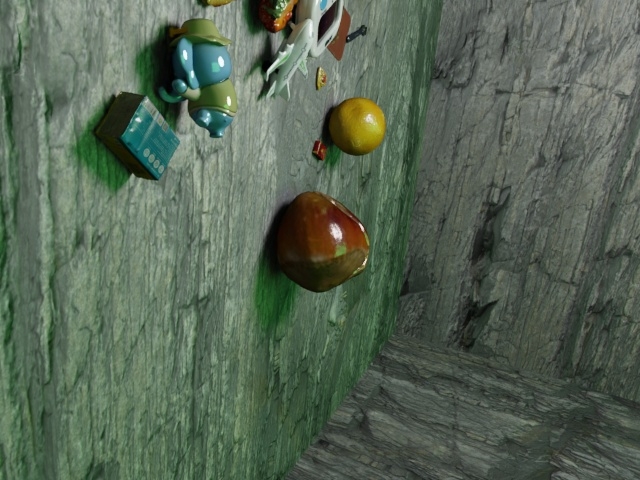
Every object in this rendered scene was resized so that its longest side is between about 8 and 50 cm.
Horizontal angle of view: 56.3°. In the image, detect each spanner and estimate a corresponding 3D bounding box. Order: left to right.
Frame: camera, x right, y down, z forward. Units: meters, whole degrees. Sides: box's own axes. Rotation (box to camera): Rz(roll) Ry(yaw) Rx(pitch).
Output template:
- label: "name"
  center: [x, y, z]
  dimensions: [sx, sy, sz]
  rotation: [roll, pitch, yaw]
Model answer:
- label: "spanner"
  center: [0.145, -0.807, 2.339]
  dimensions: [0.208, 0.012, 0.046]
  rotation: [-51, 148, -50]

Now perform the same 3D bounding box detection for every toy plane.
- label: "toy plane"
  center: [-0.095, -0.535, 1.758]
  dimensions: [0.251, 0.101, 0.255]
  rotation: [-33, 152, -60]

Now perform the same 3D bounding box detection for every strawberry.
- label: "strawberry"
  center: [-0.119, -0.655, 1.660]
  dimensions: [0.192, 0.085, 0.140]
  rotation: [-65, -176, -34]

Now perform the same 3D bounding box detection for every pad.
- label: "pad"
  center: [0.051, -0.772, 2.144]
  dimensions: [0.267, 0.004, 0.181]
  rotation: [16, 88, -69]

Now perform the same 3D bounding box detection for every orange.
- label: "orange"
  center: [0.140, -0.434, 2.278]
  dimensions: [0.236, 0.237, 0.236]
  rotation: [14, 90, -69]

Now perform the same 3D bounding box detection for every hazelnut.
- label: "hazelnut"
  center: [0.000, 0.000, 2.095]
  dimensions: [0.372, 0.316, 0.372]
  rotation: [-17, 90, -72]

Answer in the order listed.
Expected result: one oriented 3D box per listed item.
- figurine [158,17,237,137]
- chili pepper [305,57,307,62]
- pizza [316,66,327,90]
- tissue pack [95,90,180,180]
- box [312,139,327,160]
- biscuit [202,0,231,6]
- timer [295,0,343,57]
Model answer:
- label: "figurine"
  center: [-0.274, -0.375, 1.375]
  dimensions: [0.180, 0.154, 0.261]
  rotation: [-2, 92, -43]
- label: "chili pepper"
  center: [-0.050, -0.608, 1.959]
  dimensions: [0.034, 0.030, 0.091]
  rotation: [27, 74, -42]
- label: "pizza"
  center: [0.011, -0.581, 2.129]
  dimensions: [0.078, 0.025, 0.083]
  rotation: [-40, 138, -53]
- label: "tissue pack"
  center: [-0.388, -0.220, 1.279]
  dimensions: [0.169, 0.082, 0.119]
  rotation: [61, 47, -60]
- label: "box"
  center: [-0.003, -0.338, 2.247]
  dimensions: [0.082, 0.023, 0.051]
  rotation: [36, 68, -67]
- label: "biscuit"
  center: [-0.240, -0.700, 1.430]
  dimensions: [0.172, 0.029, 0.254]
  rotation: [-46, 143, -51]
- label: "timer"
  center: [-0.005, -0.717, 1.870]
  dimensions: [0.237, 0.087, 0.262]
  rotation: [97, 18, -49]
